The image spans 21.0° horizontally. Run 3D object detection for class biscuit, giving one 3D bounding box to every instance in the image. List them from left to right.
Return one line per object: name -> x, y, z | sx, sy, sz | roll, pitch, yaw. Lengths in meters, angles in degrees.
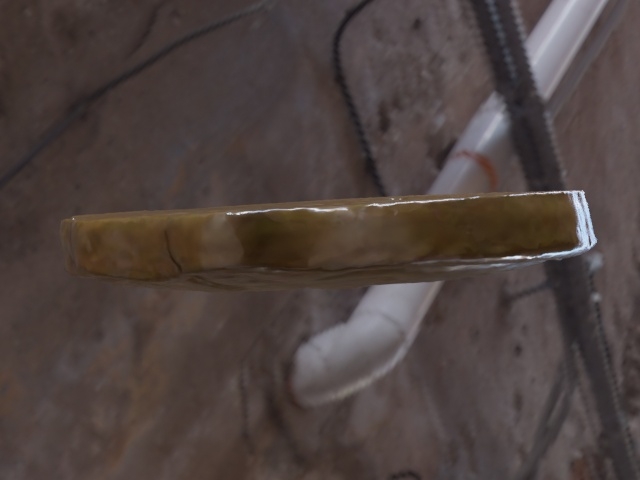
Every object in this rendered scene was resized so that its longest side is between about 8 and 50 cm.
biscuit -> 0.000, 0.002, 1.233 | 0.365, 0.385, 0.062 | -3, -88, -17
